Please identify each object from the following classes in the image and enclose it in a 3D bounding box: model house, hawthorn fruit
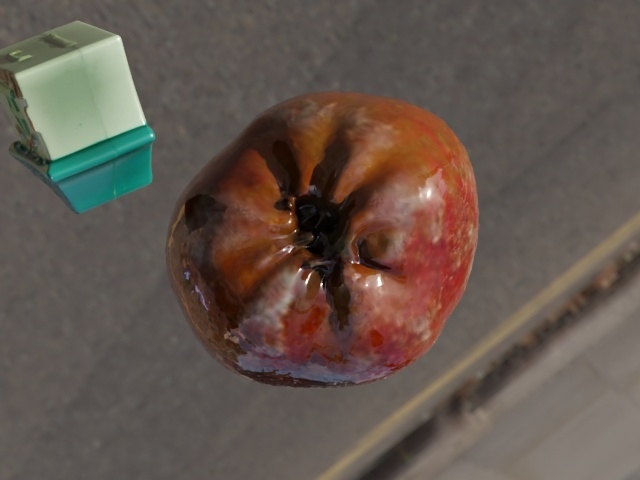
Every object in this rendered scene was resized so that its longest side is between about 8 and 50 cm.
[{"bbox_3d":[-0.208,-0.098,1.604,0.100,0.149,0.127,-25,-159,-17],"label":"model house"},{"bbox_3d":[0.000,0.000,1.668,0.284,0.284,0.284,-32,160,-14],"label":"hawthorn fruit"}]
